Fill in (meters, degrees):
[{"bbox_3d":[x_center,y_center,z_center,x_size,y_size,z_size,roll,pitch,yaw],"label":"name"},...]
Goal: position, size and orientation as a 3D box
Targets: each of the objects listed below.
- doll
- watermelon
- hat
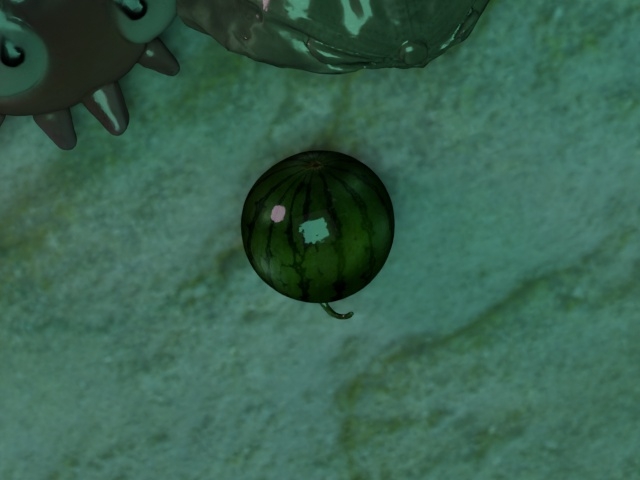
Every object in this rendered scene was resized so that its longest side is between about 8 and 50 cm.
[{"bbox_3d":[-0.189,-0.152,1.074,0.262,0.093,0.211,-22,112,2],"label":"doll"},{"bbox_3d":[-0.003,-0.006,1.110,0.109,0.109,0.109,1,106,2],"label":"watermelon"},{"bbox_3d":[0.004,-0.224,1.003,0.214,0.149,0.244,-24,116,-11],"label":"hat"}]
